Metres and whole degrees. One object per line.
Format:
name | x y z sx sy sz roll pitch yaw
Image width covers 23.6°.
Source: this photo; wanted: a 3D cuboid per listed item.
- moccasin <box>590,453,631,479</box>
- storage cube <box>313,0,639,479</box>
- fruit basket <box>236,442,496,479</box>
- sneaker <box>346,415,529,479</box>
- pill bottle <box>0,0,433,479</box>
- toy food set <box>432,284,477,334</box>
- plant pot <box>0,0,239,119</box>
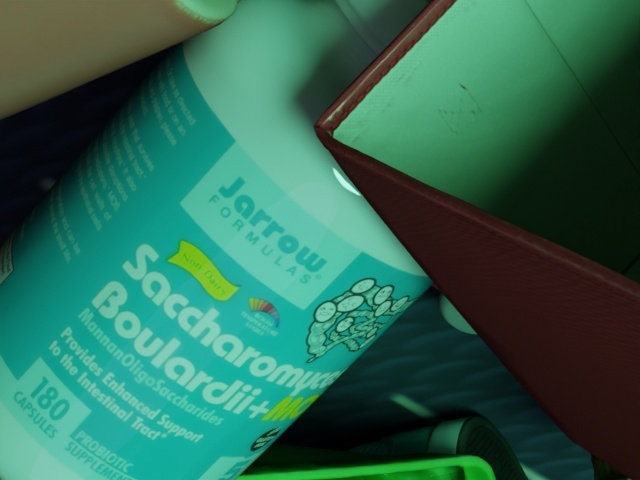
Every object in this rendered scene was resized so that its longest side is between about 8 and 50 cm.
moccasin | 0.238 0.093 0.658 0.139 0.147 0.380 0 178 -32
storage cube | 0.153 -0.016 0.505 0.193 0.183 0.215 49 169 -34
fruit basket | -0.036 0.257 0.761 0.392 0.392 0.283 11 97 11
sneaker | 0.068 0.242 1.036 0.178 0.124 0.295 -10 126 25
pill bottle | -0.032 -0.005 0.642 0.146 0.146 0.264 35 112 -20
toy food set | 0.000 0.000 0.786 0.232 0.104 0.111 27 142 -10
plant pot | -0.166 -0.150 0.564 0.243 0.275 0.275 -9 135 16
